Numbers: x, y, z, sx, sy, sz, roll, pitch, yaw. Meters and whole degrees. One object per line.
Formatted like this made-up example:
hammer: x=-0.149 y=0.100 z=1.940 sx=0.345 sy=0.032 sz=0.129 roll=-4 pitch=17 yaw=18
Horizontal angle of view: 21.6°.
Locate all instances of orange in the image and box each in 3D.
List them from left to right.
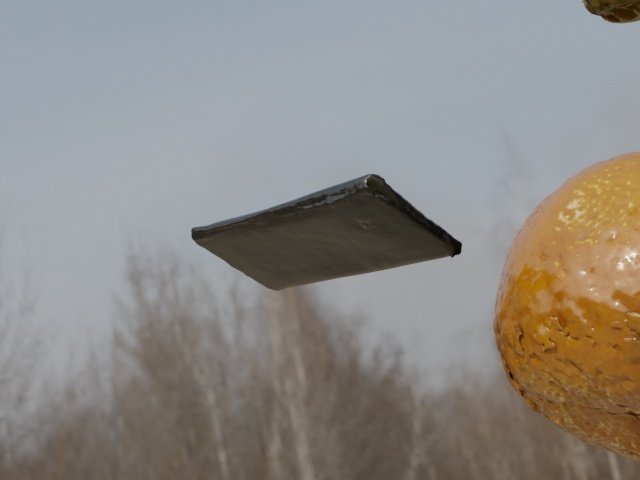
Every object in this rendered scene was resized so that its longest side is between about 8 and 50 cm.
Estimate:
orange: x=0.349 y=0.063 z=1.698 sx=0.340 sy=0.293 sz=0.340 roll=18 pitch=-28 yaw=10

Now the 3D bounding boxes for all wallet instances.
wallet: x=0.000 y=-0.001 z=1.730 sx=0.146 sy=0.030 sz=0.285 roll=31 pitch=-30 yaw=-35

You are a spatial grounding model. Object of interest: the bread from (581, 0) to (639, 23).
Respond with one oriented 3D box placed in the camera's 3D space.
bread: x=0.345 y=-0.254 z=1.415 sx=0.084 sy=0.077 sz=0.367 roll=12 pitch=-13 yaw=-29
